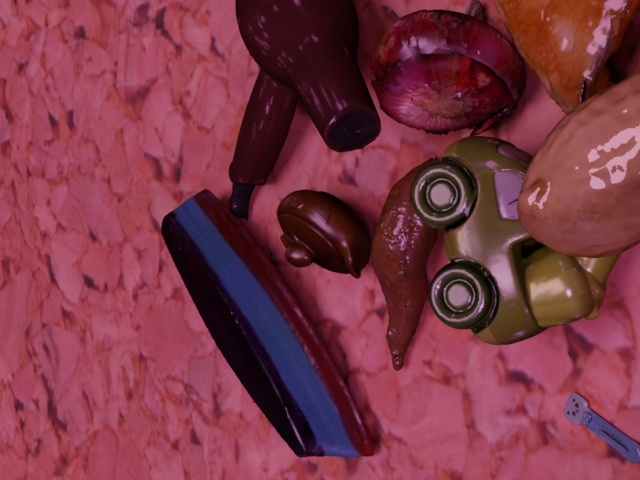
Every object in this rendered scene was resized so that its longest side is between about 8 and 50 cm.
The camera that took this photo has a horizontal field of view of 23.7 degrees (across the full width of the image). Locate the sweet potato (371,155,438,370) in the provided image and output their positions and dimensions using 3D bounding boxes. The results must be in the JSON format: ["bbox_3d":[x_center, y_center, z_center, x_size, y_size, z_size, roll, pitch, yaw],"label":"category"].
[{"bbox_3d":[0.080,0.024,1.539,0.068,0.068,0.226,18,104,47],"label":"sweet potato"}]

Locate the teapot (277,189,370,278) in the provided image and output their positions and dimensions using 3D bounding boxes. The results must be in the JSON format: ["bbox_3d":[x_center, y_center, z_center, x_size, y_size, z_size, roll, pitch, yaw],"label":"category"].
[{"bbox_3d":[0.000,0.000,1.602,0.129,0.078,0.098,30,155,38],"label":"teapot"}]

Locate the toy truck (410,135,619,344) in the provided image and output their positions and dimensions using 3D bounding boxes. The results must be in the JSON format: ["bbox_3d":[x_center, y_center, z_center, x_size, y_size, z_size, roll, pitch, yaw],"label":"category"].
[{"bbox_3d":[0.191,0.003,1.366,0.210,0.148,0.187,6,92,22],"label":"toy truck"}]

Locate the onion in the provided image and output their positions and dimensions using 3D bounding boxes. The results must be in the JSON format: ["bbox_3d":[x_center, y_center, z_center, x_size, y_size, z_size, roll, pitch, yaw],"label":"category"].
[{"bbox_3d":[0.125,-0.180,1.459,0.150,0.150,0.140,-26,42,46],"label":"onion"}]

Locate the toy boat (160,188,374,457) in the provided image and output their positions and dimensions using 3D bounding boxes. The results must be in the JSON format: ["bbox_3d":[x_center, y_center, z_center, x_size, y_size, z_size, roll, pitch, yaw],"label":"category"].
[{"bbox_3d":[-0.068,0.100,1.696,0.392,0.079,0.136,55,144,35],"label":"toy boat"}]

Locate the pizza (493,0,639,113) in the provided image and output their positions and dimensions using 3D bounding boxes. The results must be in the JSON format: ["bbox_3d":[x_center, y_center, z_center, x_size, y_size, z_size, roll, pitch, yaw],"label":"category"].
[{"bbox_3d":[0.217,-0.269,1.374,0.182,0.074,0.365,-39,62,44],"label":"pizza"}]

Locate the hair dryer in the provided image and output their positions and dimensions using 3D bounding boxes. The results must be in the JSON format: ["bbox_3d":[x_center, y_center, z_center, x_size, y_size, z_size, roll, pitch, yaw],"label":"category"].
[{"bbox_3d":[-0.039,-0.117,1.632,0.312,0.123,0.340,-109,29,-43],"label":"hair dryer"}]

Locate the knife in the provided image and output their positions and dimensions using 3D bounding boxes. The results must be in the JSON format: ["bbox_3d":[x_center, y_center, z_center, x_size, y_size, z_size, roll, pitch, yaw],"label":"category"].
[{"bbox_3d":[0.256,0.171,1.379,0.096,0.010,0.027,37,117,42],"label":"knife"}]

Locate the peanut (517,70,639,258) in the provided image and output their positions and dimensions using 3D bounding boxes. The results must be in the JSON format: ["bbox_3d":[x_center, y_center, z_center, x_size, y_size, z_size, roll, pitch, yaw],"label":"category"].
[{"bbox_3d":[0.301,-0.085,1.210,0.319,0.147,0.147,-35,63,25],"label":"peanut"}]
